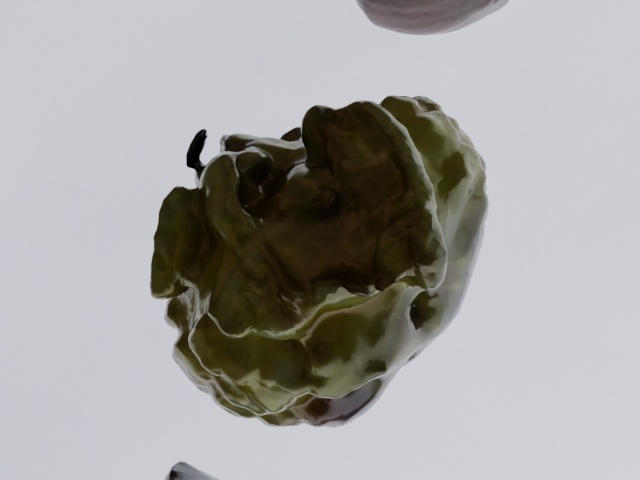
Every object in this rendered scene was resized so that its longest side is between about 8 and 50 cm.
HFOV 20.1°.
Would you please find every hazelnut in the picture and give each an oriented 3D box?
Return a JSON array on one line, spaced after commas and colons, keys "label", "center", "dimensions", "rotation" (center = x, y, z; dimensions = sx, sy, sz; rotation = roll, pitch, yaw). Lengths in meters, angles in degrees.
[{"label": "hazelnut", "center": [0.090, -0.229, 1.423], "dimensions": [0.143, 0.154, 0.143], "rotation": [-4, -116, 8]}]

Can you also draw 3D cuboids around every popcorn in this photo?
[{"label": "popcorn", "center": [-0.001, 0.003, 1.037], "dimensions": [0.169, 0.189, 0.218], "rotation": [35, -94, 15]}]

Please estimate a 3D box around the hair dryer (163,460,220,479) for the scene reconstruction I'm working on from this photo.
[{"label": "hair dryer", "center": [-0.068, 0.305, 1.158], "dimensions": [0.123, 0.340, 0.312], "rotation": [31, -86, 34]}]
